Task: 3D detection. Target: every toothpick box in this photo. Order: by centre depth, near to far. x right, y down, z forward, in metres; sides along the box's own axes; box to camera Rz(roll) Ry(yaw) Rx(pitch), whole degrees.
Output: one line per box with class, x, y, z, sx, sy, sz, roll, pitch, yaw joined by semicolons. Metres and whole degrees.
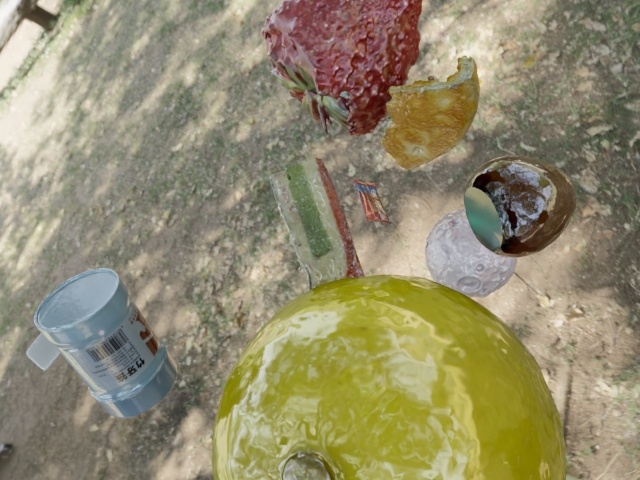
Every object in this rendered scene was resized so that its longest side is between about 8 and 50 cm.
toothpick box;-0.246;0.122;0.634;0.101;0.153;0.101;-12;35;9

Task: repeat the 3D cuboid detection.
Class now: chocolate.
chocolate;0.327;-0.060;0.878;0.176;0.176;0.177;-14;67;35

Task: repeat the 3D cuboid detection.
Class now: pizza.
pizza;0.166;-0.188;0.832;0.134;0.271;0.056;10;68;5

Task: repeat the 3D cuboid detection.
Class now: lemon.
lemon;0.061;0.192;0.522;0.348;0.348;0.348;-14;67;35

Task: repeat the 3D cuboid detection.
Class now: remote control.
remote control;-0.554;0.178;1.198;0.067;0.029;0.261;41;97;1

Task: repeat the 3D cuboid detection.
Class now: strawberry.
strawberry;0.044;-0.328;0.908;0.261;0.261;0.258;34;85;41

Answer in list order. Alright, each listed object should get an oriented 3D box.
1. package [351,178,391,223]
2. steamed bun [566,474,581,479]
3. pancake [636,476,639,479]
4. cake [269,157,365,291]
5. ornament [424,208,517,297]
package;0.149;-0.117;1.592;0.200;0.083;0.022;-105;33;-46
steamed bun;0.442;0.643;1.010;0.456;0.371;0.290;18;114;17
pancake;0.769;0.639;1.192;0.050;0.242;0.242;-2;70;0
cake;0.006;0.009;0.742;0.086;0.220;0.117;-20;27;-8
ornament;0.424;0.044;1.521;0.259;0.259;0.225;-20;33;33
